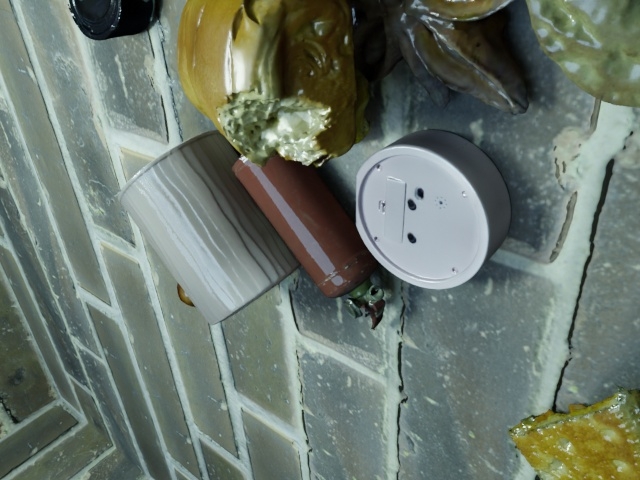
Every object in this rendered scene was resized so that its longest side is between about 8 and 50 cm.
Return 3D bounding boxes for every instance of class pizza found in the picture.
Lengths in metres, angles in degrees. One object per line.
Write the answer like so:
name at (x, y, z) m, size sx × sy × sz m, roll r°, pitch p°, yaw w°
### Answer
pizza at (0.353, 0.289, 0.725) m, size 0.197 × 0.058 × 0.292 m, roll 15°, pitch 124°, yaw 39°

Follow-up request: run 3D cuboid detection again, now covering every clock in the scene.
clock at (0.138, -0.038, 0.701) m, size 0.197 × 0.068 × 0.197 m, roll 25°, pitch 132°, yaw 32°

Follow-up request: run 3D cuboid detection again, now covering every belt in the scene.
belt at (-0.354, -0.421, 0.914) m, size 0.198 × 0.078 × 0.151 m, roll 7°, pitch 117°, yaw 45°

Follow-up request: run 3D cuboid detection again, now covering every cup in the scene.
cup at (-0.195, -0.011, 0.941) m, size 0.273 × 0.208 × 0.288 m, roll 54°, pitch 139°, yaw -1°

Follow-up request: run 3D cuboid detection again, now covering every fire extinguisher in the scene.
fire extinguisher at (0.000, 0.000, 0.847) m, size 0.337 × 0.106 × 0.147 m, roll 55°, pitch 165°, yaw 1°

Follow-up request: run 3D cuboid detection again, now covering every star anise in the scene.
star anise at (0.087, -0.270, 0.559) m, size 0.349 × 0.109 × 0.292 m, roll 18°, pitch 134°, yaw 39°

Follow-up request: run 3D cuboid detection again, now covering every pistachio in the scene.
pistachio at (0.022, -0.160, 0.703) m, size 0.089 × 0.049 × 0.173 m, roll 36°, pitch 166°, yaw -3°

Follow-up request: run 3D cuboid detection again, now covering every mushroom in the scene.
mushroom at (-0.282, 0.114, 1.220) m, size 0.088 × 0.073 × 0.129 m, roll 26°, pitch 144°, yaw -13°

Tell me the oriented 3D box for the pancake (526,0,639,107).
pancake at (0.262, -0.206, 0.388) m, size 0.242 × 0.050 × 0.242 m, roll 18°, pitch 128°, yaw 24°

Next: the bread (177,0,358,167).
bread at (-0.082, -0.209, 0.638) m, size 0.344 × 0.148 × 0.195 m, roll -131°, pitch 30°, yaw -59°
